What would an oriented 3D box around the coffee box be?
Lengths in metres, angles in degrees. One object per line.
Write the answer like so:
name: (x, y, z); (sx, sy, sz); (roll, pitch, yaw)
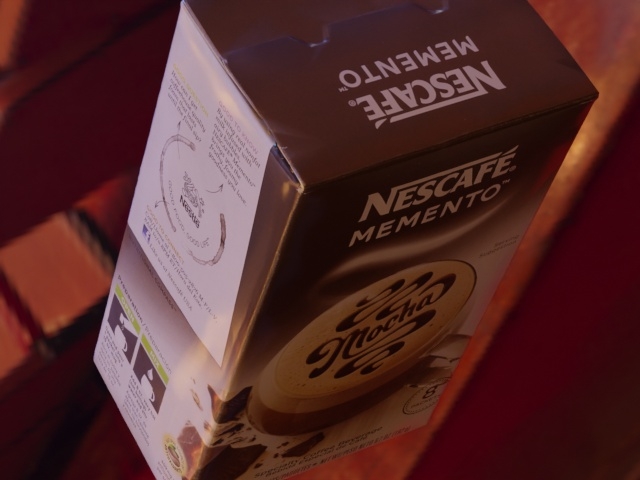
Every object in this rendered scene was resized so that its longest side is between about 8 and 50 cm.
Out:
coffee box: (0.000, 0.000, 0.929); (0.119, 0.168, 0.297); (58, 150, 26)
